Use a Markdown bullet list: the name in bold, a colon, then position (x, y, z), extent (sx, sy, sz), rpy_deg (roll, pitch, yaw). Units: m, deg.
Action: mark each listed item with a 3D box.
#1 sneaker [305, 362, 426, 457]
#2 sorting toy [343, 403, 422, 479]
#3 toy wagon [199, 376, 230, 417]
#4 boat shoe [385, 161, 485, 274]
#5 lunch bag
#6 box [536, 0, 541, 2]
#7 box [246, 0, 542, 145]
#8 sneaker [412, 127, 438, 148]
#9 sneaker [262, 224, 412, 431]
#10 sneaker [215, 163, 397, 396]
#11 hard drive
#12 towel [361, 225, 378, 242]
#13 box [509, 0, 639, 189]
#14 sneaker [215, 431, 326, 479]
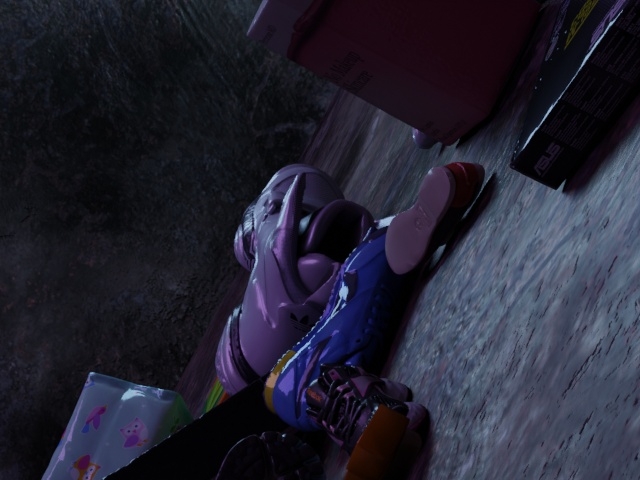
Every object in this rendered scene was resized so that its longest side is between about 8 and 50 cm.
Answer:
- **sneaker**: position (0.024, 0.132, 1.388), extent (0.072, 0.077, 0.178), rpy_deg (-64, 7, 1)
- **sorting toy**: position (-0.001, 0.222, 1.117), extent (0.229, 0.041, 0.307), rpy_deg (-57, -9, -25)
- **toy wagon**: position (-0.084, 0.174, 2.182), extent (0.344, 0.068, 0.267), rpy_deg (-59, 7, 32)
- **boat shoe**: position (0.097, -0.019, 1.608), extent (0.043, 0.049, 0.137), rpy_deg (-14, -30, -34)
- **lunch bag**: position (-0.229, 0.325, 2.308), extent (0.262, 0.160, 0.223), rpy_deg (67, -140, -52)
- **box**: position (0.231, -0.321, 1.715), extent (0.183, 0.056, 0.231), rpy_deg (-64, 6, -13)
- **box**: position (0.066, -0.207, 1.766), extent (0.127, 0.232, 0.148), rpy_deg (-63, 5, -13)
- **sneaker**: position (0.126, -0.138, 1.895), extent (0.098, 0.038, 0.069), rpy_deg (-63, 5, -1)
- **sneaker**: position (0.037, 0.081, 1.653), extent (0.082, 0.069, 0.209), rpy_deg (15, 64, 49)
- **sneaker**: position (0.000, 0.000, 1.938), extent (0.210, 0.137, 0.366), rpy_deg (-58, 13, 37)
- **hard drive**: position (-0.147, 0.254, 1.726), extent (0.339, 0.064, 0.237), rpy_deg (-29, -20, -44)
- **towel**: position (0.042, 0.051, 1.729), extent (0.067, 0.029, 0.119), rpy_deg (34, -99, -56)
- **box**: position (0.204, -0.157, 1.278), extent (0.191, 0.045, 0.184), rpy_deg (-57, 6, 48)
- **sneaker**: position (-0.068, 0.296, 1.482), extent (0.283, 0.110, 0.122), rpy_deg (-62, -12, -15)
